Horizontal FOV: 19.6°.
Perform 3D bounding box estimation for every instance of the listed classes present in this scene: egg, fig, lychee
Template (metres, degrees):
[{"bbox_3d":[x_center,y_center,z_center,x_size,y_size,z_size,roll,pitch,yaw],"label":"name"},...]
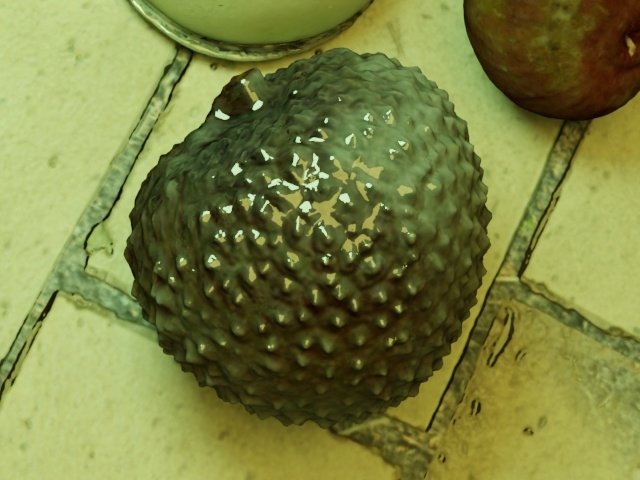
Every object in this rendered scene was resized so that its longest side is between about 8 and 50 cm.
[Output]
[{"bbox_3d":[-0.038,-0.305,1.555,0.286,0.174,0.264,-32,87,-23],"label":"egg"},{"bbox_3d":[0.210,-0.205,1.585,0.205,0.205,0.205,4,73,-12],"label":"fig"},{"bbox_3d":[0.003,-0.003,1.417,0.300,0.300,0.300,4,73,-12],"label":"lychee"}]
